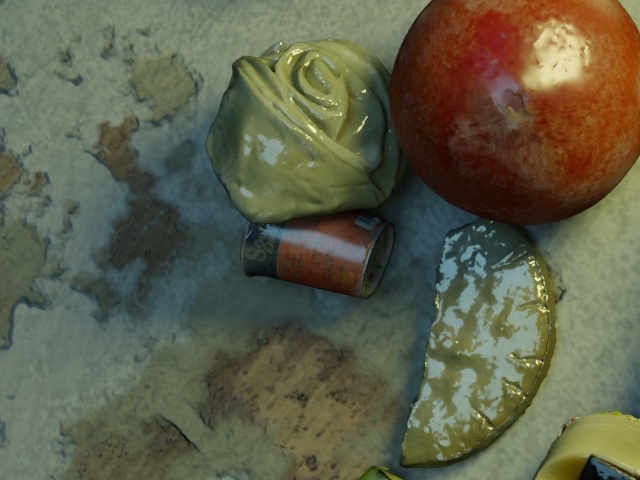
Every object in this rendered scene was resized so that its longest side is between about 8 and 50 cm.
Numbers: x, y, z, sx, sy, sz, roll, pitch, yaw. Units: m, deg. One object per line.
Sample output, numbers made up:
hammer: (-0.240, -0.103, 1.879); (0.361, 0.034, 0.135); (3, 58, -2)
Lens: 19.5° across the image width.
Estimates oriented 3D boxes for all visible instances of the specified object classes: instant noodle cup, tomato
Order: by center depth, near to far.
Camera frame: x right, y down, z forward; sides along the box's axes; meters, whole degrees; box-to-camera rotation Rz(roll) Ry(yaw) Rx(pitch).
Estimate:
tomato: (0.196, -0.145, 1.828); (0.265, 0.265, 0.264); (-3, 82, 22)
instant noodle cup: (0.001, 0.000, 1.968); (0.136, 0.127, 0.127); (18, 90, 15)

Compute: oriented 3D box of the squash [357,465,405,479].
squash: (0.056, 0.393, 1.883); (0.288, 0.111, 0.203); (-60, 33, 2)

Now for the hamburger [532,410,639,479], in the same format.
hamburger: (0.303, 0.264, 1.807); (0.210, 0.116, 0.173); (23, 98, 18)

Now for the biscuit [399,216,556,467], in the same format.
biscuit: (0.171, 0.108, 1.918); (0.141, 0.038, 0.289); (13, 88, 23)

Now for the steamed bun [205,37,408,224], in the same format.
steamed bun: (-0.008, -0.134, 1.911); (0.218, 0.144, 0.211); (-2, 52, -16)
